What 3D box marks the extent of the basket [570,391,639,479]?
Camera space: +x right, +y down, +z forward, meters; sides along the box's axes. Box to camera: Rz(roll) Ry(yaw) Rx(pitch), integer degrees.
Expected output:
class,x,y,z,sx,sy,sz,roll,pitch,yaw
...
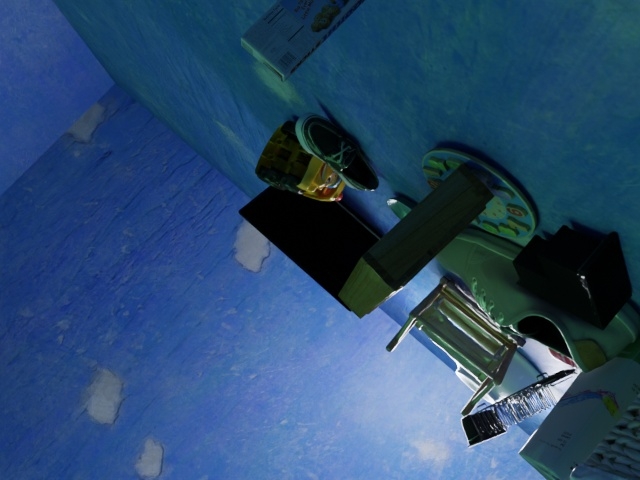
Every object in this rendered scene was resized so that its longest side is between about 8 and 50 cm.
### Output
class,x,y,z,sx,sy,sz,roll,pitch,yaw
basket,0.551,0.314,0.690,0.328,0.266,0.331,43,168,-5

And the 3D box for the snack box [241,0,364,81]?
class,x,y,z,sx,sy,sz,roll,pitch,yaw
snack box,-0.005,-0.258,0.674,0.064,0.178,0.022,42,169,3

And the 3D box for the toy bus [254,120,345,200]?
class,x,y,z,sx,sy,sz,roll,pitch,yaw
toy bus,-0.012,-0.154,1.392,0.211,0.149,0.220,32,175,-34

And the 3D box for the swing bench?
class,x,y,z,sx,sy,sz,roll,pitch,yaw
swing bench,0.344,0.236,1.494,0.253,0.254,0.165,39,134,13

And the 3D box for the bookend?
class,x,y,z,sx,sy,sz,roll,pitch,yaw
bookend,0.351,0.032,0.887,0.157,0.072,0.156,33,167,47

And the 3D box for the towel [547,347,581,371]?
class,x,y,z,sx,sy,sz,roll,pitch,yaw
towel,0.552,0.247,1.199,0.275,0.031,0.199,32,167,49

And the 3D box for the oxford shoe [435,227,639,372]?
class,x,y,z,sx,sy,sz,roll,pitch,yaw
oxford shoe,0.334,0.093,1.085,0.169,0.130,0.449,45,173,-35

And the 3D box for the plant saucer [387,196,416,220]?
class,x,y,z,sx,sy,sz,roll,pitch,yaw
plant saucer,0.195,-0.056,1.306,0.119,0.021,0.119,40,171,7

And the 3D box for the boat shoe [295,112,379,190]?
class,x,y,z,sx,sy,sz,roll,pitch,yaw
boat shoe,0.042,-0.177,1.233,0.219,0.078,0.070,38,176,-34

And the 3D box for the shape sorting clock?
class,x,y,z,sx,sy,sz,roll,pitch,yaw
shape sorting clock,0.245,-0.070,0.961,0.206,0.040,0.206,41,172,7

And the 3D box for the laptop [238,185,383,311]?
class,x,y,z,sx,sy,sz,roll,pitch,yaw
laptop,0.000,0.000,1.726,0.382,0.236,0.408,42,171,4

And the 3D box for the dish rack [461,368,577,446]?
class,x,y,z,sx,sy,sz,roll,pitch,yaw
dish rack,0.461,0.373,1.388,0.208,0.271,0.074,15,-136,-57

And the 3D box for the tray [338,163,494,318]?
class,x,y,z,sx,sy,sz,roll,pitch,yaw
tray,0.142,0.025,1.041,0.076,0.203,0.411,47,170,6

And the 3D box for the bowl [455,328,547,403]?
class,x,y,z,sx,sy,sz,roll,pitch,yaw
bowl,0.488,0.375,1.764,0.298,0.134,0.298,41,171,8

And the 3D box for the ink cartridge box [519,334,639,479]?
class,x,y,z,sx,sy,sz,roll,pitch,yaw
ink cartridge box,0.485,0.307,0.959,0.201,0.278,0.117,43,171,-2
